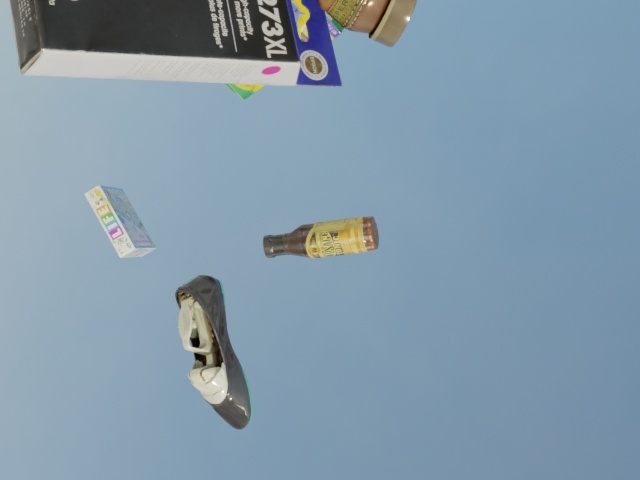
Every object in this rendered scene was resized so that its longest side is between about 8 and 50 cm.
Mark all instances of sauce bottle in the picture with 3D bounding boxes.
[{"bbox_3d":[0.000,0.000,1.786,0.128,0.042,0.042,-10,-137,13],"label":"sauce bottle"}]

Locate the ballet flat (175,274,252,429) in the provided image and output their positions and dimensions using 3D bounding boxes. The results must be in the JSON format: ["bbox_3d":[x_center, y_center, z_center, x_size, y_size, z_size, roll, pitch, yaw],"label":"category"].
[{"bbox_3d":[-0.143,0.145,2.018,0.074,0.074,0.203,-20,-98,56],"label":"ballet flat"}]

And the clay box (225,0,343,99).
[{"bbox_3d":[-0.085,-0.287,2.206,0.222,0.127,0.053,-32,-159,32],"label":"clay box"}]

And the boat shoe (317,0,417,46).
[{"bbox_3d":[0.048,-0.318,1.665,0.307,0.104,0.110,-87,-159,-58],"label":"boat shoe"}]

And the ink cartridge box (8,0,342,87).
[{"bbox_3d":[-0.135,-0.248,1.603,0.069,0.371,0.175,-32,-115,50],"label":"ink cartridge box"}]

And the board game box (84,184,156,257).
[{"bbox_3d":[-0.284,-0.027,2.270,0.026,0.103,0.154,-30,177,4],"label":"board game box"}]
